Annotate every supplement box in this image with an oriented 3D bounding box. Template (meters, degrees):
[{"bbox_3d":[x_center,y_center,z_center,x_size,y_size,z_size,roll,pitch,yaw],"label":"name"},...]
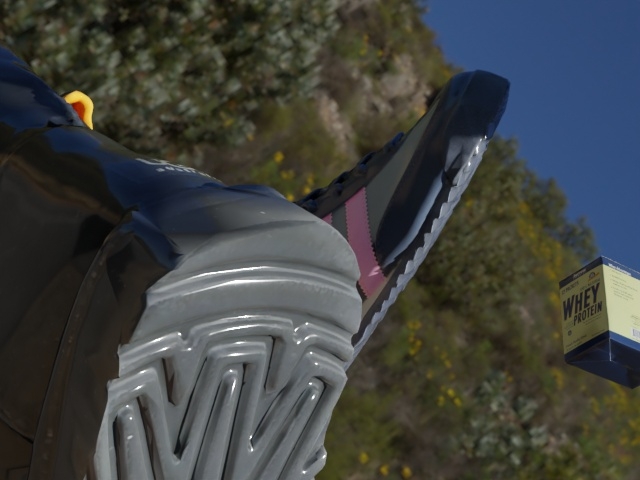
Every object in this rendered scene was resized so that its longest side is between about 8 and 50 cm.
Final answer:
[{"bbox_3d":[0.261,0.073,1.043,0.083,0.083,0.056,23,-39,-25],"label":"supplement box"}]

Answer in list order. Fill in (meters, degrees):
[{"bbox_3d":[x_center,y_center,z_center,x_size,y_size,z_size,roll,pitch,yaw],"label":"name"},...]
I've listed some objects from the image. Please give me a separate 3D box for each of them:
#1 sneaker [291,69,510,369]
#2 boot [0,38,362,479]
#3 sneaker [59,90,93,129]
[{"bbox_3d":[0.000,0.000,0.806,0.131,0.319,0.112,36,12,6],"label":"sneaker"},{"bbox_3d":[-0.199,0.079,0.574,0.146,0.367,0.445,11,13,-47],"label":"boot"},{"bbox_3d":[-0.258,-0.062,1.181,0.084,0.083,0.215,20,43,-43],"label":"sneaker"}]
